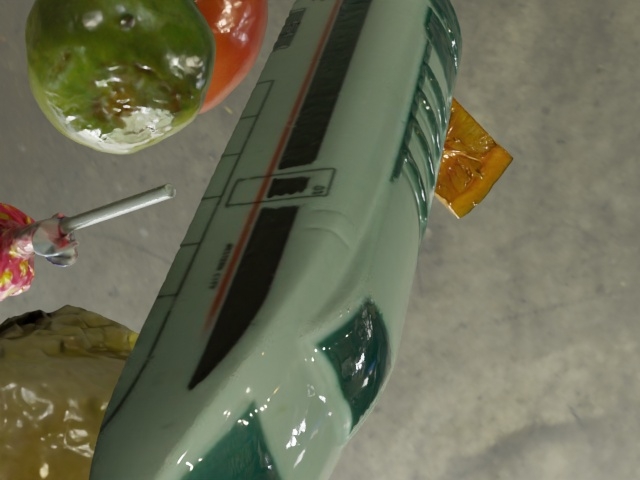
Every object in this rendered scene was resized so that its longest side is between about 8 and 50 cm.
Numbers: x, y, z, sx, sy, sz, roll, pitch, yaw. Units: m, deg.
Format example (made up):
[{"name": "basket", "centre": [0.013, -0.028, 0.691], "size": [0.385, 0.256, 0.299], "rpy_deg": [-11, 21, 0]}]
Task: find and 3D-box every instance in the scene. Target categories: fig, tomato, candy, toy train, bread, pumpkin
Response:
[{"name": "fig", "centre": [-0.188, -0.190, 1.140], "size": [0.167, 0.233, 0.167], "rpy_deg": [-19, 158, -8]}, {"name": "tomato", "centre": [-0.165, -0.272, 1.526], "size": [0.180, 0.260, 0.259], "rpy_deg": [23, 101, -49]}, {"name": "candy", "centre": [-0.290, -0.013, 1.398], "size": [0.124, 0.365, 0.124], "rpy_deg": [22, 61, -47]}, {"name": "toy train", "centre": [0.000, 0.000, 0.567], "size": [0.088, 0.407, 0.086], "rpy_deg": [-6, 124, 18]}, {"name": "bread", "centre": [-0.108, 0.123, 0.621], "size": [0.170, 0.197, 0.197], "rpy_deg": [34, 96, -1]}, {"name": "pumpkin", "centre": [0.104, -0.077, 1.035], "size": [0.101, 0.035, 0.073], "rpy_deg": [44, 84, 7]}]
